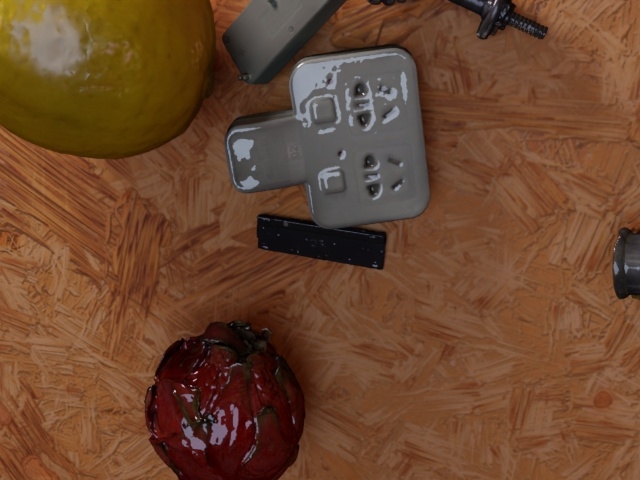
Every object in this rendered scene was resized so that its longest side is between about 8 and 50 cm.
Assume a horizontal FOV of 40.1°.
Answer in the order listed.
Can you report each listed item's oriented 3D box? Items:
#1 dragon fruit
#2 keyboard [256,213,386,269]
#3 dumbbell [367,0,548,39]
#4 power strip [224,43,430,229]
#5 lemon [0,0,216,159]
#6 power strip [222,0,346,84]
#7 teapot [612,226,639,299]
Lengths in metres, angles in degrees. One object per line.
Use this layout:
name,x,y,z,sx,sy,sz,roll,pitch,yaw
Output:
dragon fruit,-0.142,0.248,1.284,0.245,0.244,0.298,11,128,12
keyboard,0.000,0.000,1.286,0.196,0.018,0.060,10,117,12
dumbbell,0.166,-0.311,1.095,0.255,0.110,0.110,25,112,1
power strip,0.007,-0.138,1.196,0.261,0.141,0.229,-8,107,3
lemon,-0.296,-0.264,1.117,0.348,0.348,0.347,5,109,14
power strip,-0.060,-0.323,1.151,0.216,0.061,0.145,-40,73,36
teapot,0.445,0.044,1.129,0.119,0.130,0.165,3,141,30
